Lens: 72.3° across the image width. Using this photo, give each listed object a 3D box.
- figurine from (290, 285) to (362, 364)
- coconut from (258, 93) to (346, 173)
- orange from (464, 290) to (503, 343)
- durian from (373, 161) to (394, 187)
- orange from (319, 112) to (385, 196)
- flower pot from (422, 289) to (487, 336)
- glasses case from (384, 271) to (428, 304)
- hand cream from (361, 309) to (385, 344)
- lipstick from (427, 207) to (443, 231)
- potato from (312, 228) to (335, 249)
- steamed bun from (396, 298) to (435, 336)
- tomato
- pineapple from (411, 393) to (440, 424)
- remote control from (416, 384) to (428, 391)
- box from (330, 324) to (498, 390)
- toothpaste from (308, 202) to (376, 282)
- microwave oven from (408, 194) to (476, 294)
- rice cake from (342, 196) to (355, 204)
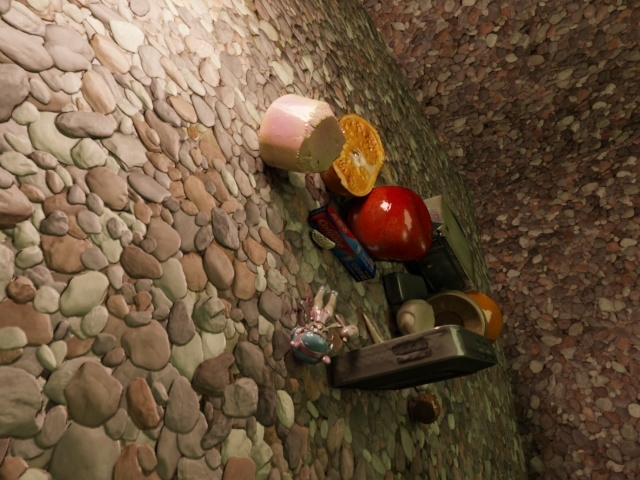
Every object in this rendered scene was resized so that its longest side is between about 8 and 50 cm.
[{"bbox_3d":[0.011,0.236,1.194,0.205,0.103,0.260,33,34,-10],"label":"figurine"},{"bbox_3d":[-0.068,-0.309,1.300,0.233,0.245,0.233,-31,132,-40],"label":"coconut"},{"bbox_3d":[0.710,0.390,2.102,0.312,0.312,0.312,38,41,-43],"label":"orange"},{"bbox_3d":[0.207,-0.280,1.836,0.138,0.183,0.250,36,-4,27],"label":"durian"},{"bbox_3d":[0.112,-0.309,1.587,0.310,0.274,0.274,-54,133,-4],"label":"orange"},{"bbox_3d":[0.544,0.366,1.861,0.244,0.307,0.308,31,44,-71],"label":"flower pot"},{"bbox_3d":[0.371,0.209,1.866,0.323,0.074,0.131,15,58,-56],"label":"glasses case"},{"bbox_3d":[0.185,0.314,1.531,0.061,0.039,0.143,-4,66,-53],"label":"hand cream"},{"bbox_3d":[0.386,-0.024,1.831,0.076,0.290,0.078,6,56,-31],"label":"lipstick"},{"bbox_3d":[0.000,0.001,1.420,0.093,0.036,0.037,35,78,-20],"label":"potato"},{"bbox_3d":[0.367,0.312,1.714,0.182,0.106,0.183,4,85,-46],"label":"steamed bun"},{"bbox_3d":[0.261,-0.058,1.646,0.325,0.293,0.290,2,87,-51],"label":"tomato"},{"bbox_3d":[0.403,0.621,1.640,0.197,0.108,0.108,25,50,-66],"label":"pineapple"},{"bbox_3d":[0.362,0.483,1.706,0.078,0.042,0.221,-31,98,-60],"label":"remote control"},{"bbox_3d":[0.280,0.359,1.285,0.396,0.395,0.111,25,49,-50],"label":"box"},{"bbox_3d":[0.080,0.015,1.495,0.320,0.076,0.066,50,37,-30],"label":"toothpaste"},{"bbox_3d":[0.550,0.036,2.109,0.394,0.247,0.333,54,33,-25],"label":"microwave oven"},{"bbox_3d":[0.108,-0.302,1.772,0.072,0.056,0.365,33,45,-44],"label":"rice cake"}]
